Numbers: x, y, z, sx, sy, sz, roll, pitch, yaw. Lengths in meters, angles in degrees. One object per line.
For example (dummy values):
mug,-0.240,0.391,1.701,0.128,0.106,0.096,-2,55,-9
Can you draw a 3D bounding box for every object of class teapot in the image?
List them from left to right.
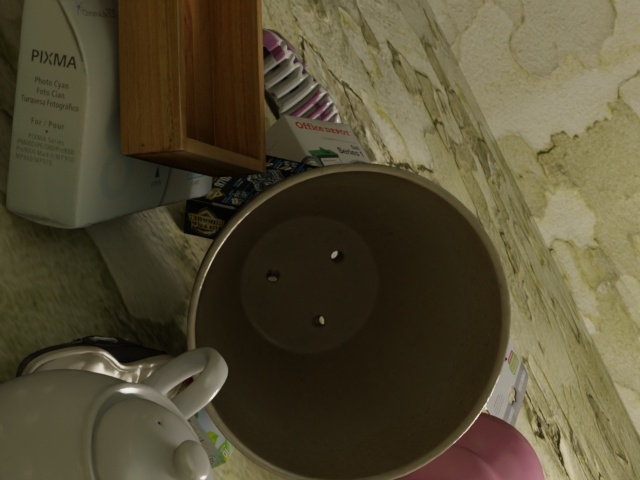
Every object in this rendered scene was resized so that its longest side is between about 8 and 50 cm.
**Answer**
teapot,-0.165,0.198,0.862,0.252,0.187,0.256,26,40,-57

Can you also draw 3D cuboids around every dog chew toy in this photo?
dog chew toy,0.163,0.346,1.433,0.332,0.206,0.206,-16,79,-60

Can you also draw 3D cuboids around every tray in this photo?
tray,-0.133,-0.281,1.146,0.203,0.076,0.411,9,79,-69

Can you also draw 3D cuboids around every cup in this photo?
cup,0.009,0.068,1.204,0.331,0.331,0.237,56,-5,-15

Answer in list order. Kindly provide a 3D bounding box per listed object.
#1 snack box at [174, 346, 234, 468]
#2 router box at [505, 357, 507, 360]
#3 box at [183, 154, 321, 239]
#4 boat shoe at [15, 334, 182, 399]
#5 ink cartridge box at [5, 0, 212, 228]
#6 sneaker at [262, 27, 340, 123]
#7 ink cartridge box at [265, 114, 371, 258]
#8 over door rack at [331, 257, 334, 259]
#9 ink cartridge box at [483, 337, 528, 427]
snack box,-0.121,0.171,1.196,0.100,0.037,0.141,59,21,-13
router box,0.201,0.117,1.629,0.179,0.046,0.133,64,24,4
box,-0.059,-0.050,1.430,0.220,0.175,0.051,-60,161,-66
boat shoe,-0.215,0.125,1.039,0.065,0.075,0.206,24,8,32
ink cartridge box,-0.188,-0.222,1.157,0.308,0.091,0.385,-23,125,-68
sneaker,-0.045,-0.255,1.811,0.236,0.095,0.104,54,15,-18
ink cartridge box,0.015,-0.072,1.632,0.160,0.092,0.219,1,53,-50
over door rack,0.061,0.135,1.445,0.324,0.108,0.239,-20,83,-48
ink cartridge box,0.209,0.184,1.800,0.272,0.130,0.309,60,22,-4
